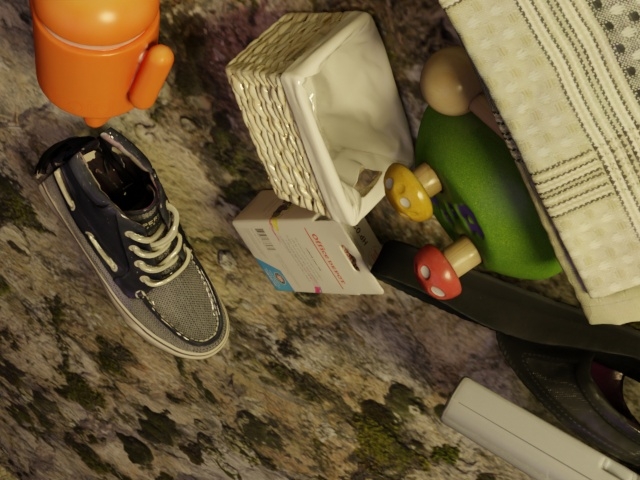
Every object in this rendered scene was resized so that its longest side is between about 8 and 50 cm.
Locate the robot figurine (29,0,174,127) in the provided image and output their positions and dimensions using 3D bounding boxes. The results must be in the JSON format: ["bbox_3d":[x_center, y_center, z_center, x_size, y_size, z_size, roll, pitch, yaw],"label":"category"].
[{"bbox_3d":[-0.225,-0.211,1.122,0.219,0.128,0.158,107,150,-56],"label":"robot figurine"}]

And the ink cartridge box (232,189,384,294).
[{"bbox_3d":[0.000,0.000,1.192,0.181,0.061,0.104,1,130,50],"label":"ink cartridge box"}]

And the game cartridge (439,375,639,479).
[{"bbox_3d":[0.224,0.207,1.078,0.196,0.060,0.294,33,179,28],"label":"game cartridge"}]

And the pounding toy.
[{"bbox_3d":[0.112,-0.032,0.909,0.183,0.110,0.237,54,170,16],"label":"pounding toy"}]

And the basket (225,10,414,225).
[{"bbox_3d":[0.000,-0.114,1.007,0.103,0.113,0.167,14,139,40],"label":"basket"}]

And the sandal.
[{"bbox_3d":[0.230,0.122,1.003,0.446,0.107,0.167,22,175,37],"label":"sandal"}]

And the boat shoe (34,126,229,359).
[{"bbox_3d":[-0.216,0.011,1.376,0.340,0.127,0.158,50,155,-13],"label":"boat shoe"}]

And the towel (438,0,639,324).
[{"bbox_3d":[0.259,-0.094,0.684,0.312,0.056,0.324,-19,118,25],"label":"towel"}]
